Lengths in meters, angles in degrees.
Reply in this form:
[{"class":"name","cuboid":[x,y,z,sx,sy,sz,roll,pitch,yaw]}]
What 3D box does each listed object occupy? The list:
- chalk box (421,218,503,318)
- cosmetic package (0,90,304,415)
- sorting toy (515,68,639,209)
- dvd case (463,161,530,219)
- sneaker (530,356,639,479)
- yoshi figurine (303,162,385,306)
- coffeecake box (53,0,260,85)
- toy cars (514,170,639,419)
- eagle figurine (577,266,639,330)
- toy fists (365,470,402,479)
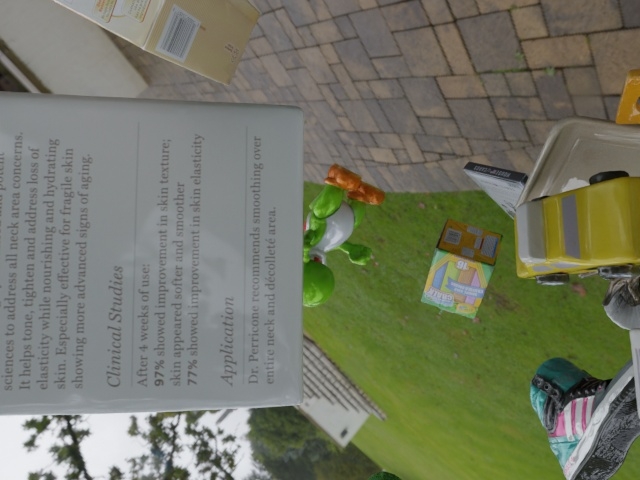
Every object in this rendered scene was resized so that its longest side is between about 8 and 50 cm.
[{"class":"chalk box","cuboid":[0.320,0.083,1.148,0.132,0.132,0.213,17,130,16]},{"class":"cosmetic package","cuboid":[-0.227,0.020,0.649,0.393,0.329,0.327,1,176,-7]},{"class":"sorting toy","cuboid":[0.342,-0.078,0.560,0.196,0.047,0.348,9,156,12]},{"class":"dvd case","cuboid":[0.437,-0.081,1.069,0.238,0.029,0.179,36,180,-27]},{"class":"sneaker","cuboid":[0.449,0.249,0.821,0.178,0.124,0.295,-107,24,-54]},{"class":"yoshi figurine","cuboid":[0.020,0.014,1.184,0.203,0.362,0.203,31,-174,4]},{"class":"coffeecake box","cuboid":[-0.156,-0.192,0.354,0.185,0.068,0.142,29,-167,5]},{"class":"toy cars","cuboid":[0.265,0.048,0.431,0.394,0.087,0.176,-108,23,-57]},{"class":"eagle figurine","cuboid":[0.637,0.005,0.966,0.226,0.298,0.225,50,138,18]},{"class":"toy fists","cuboid":[0.052,0.554,0.920,0.096,0.279,0.142,41,-160,-5]}]
